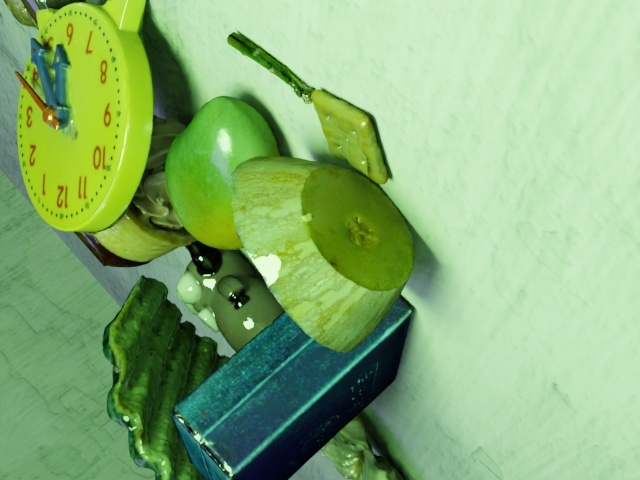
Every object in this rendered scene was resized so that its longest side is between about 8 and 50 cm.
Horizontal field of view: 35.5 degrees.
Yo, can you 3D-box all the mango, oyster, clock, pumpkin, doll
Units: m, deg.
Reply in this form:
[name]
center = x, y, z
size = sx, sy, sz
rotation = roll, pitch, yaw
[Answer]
[mango]
center = -0.104, -0.078, 1.155
size = 0.156, 0.114, 0.251
rotation = 58, 151, 9
[oyster]
center = 0.036, 0.310, 1.618
size = 0.354, 0.107, 0.201
rotation = 41, -167, 9
[clock]
center = -0.302, -0.153, 1.211
size = 0.277, 0.071, 0.293
rotation = -3, 89, 48
[pumpkin]
center = 0.017, -0.005, 0.964
size = 0.110, 0.217, 0.217
rotation = -26, 107, 30
[doll]
center = -0.122, 0.101, 1.532
size = 0.257, 0.117, 0.182
rotation = 40, 166, 24

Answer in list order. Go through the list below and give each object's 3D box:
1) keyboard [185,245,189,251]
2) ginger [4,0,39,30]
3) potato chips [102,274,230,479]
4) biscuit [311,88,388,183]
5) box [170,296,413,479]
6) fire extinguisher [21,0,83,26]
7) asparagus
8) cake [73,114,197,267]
[keyboard]
center = -0.266, -0.062, 1.714
size = 0.072, 0.023, 0.231
rotation = 35, 157, 46
[ginger]
center = -0.413, -0.329, 1.487
size = 0.133, 0.059, 0.214
rotation = 24, 151, 40
[potato chips]
center = -0.178, 0.240, 1.439
size = 0.358, 0.070, 0.429
rotation = 47, -165, -21
[biscuit]
center = 0.027, -0.097, 0.932
size = 0.081, 0.018, 0.083
rotation = 36, 157, 40
[box]
center = -0.028, 0.184, 1.200
size = 0.116, 0.279, 0.261
rotation = 43, 162, 18
[fire extinguisher]
center = -0.341, -0.293, 1.347
size = 0.268, 0.072, 0.089
rotation = 59, 164, -24
[asparagus]
center = -0.047, -0.169, 0.973
size = 0.127, 0.018, 0.015
rotation = 40, -165, 30
[cake]
center = -0.214, -0.073, 1.318
size = 0.178, 0.208, 0.185
rotation = -16, 149, 41
